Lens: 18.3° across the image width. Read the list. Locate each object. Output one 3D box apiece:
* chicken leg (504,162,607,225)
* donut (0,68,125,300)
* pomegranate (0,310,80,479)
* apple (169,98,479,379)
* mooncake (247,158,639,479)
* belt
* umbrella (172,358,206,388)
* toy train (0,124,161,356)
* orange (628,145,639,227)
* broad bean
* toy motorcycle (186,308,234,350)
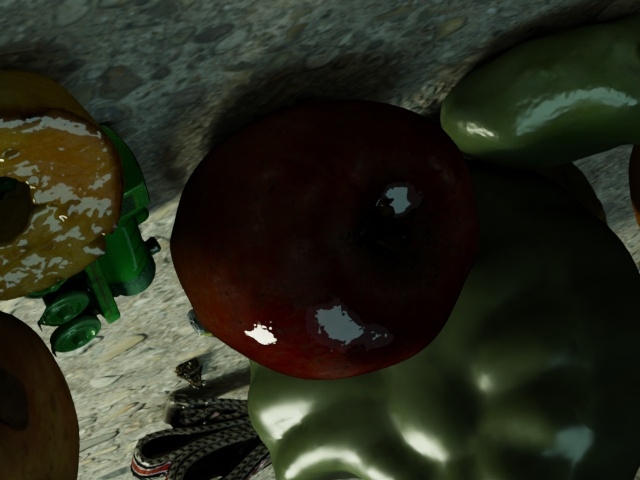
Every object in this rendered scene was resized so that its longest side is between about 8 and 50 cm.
[{"bbox_3d":[0.212,0.007,1.754,0.103,0.228,0.088,-10,141,-13],"label":"chicken leg"},{"bbox_3d":[-0.211,-0.037,1.284,0.162,0.065,0.178,-1,137,-22],"label":"donut"},{"bbox_3d":[-0.312,0.171,1.482,0.281,0.281,0.281,-21,162,-7],"label":"pomegranate"},{"bbox_3d":[-0.001,0.000,1.487,0.234,0.234,0.234,-21,162,-7],"label":"apple"},{"bbox_3d":[0.108,0.097,1.660,0.351,0.351,0.187,-34,160,30],"label":"mooncake"},{"bbox_3d":[-0.028,0.191,2.127,0.359,0.126,0.094,-19,163,-16],"label":"belt"},{"bbox_3d":[-0.130,0.138,2.018,0.031,0.020,0.083,-22,167,-2],"label":"umbrella"},{"bbox_3d":[-0.179,0.003,1.480,0.119,0.085,0.251,-31,163,-8],"label":"toy train"},{"bbox_3d":[0.397,-0.056,1.755,0.246,0.246,0.246,-21,162,-7],"label":"orange"},{"bbox_3d":[0.210,-0.116,1.592,0.228,0.100,0.169,-22,159,5],"label":"broad bean"},{"bbox_3d":[-0.055,0.059,1.815,0.124,0.061,0.193,-40,165,25],"label":"toy motorcycle"}]
